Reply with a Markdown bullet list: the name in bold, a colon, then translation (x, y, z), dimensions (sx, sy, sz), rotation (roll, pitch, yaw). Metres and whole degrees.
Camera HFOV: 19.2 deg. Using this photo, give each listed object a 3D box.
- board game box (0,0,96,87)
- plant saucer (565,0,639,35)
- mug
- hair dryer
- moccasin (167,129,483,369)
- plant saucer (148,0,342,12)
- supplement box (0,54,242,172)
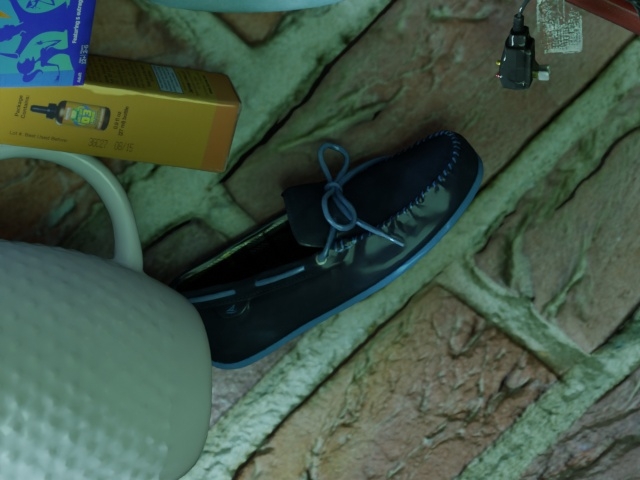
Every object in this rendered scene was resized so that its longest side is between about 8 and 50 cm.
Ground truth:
- **board game box**: translation (-0.293, -0.207, 1.589), dimensions (0.210, 0.047, 0.160), rotation (-4, 123, -27)
- **plant saucer**: translation (0.392, -0.294, 1.818), dimensions (0.258, 0.048, 0.259), rotation (20, 113, -25)
- **mug**: translation (-0.279, 0.088, 1.759), dimensions (0.328, 0.276, 0.374), rotation (2, 90, -23)
- **hair dryer**: translation (0.251, -0.292, 1.749), dimensions (0.223, 0.080, 0.293), rotation (-11, 114, -4)
- **moccasin**: translation (0.000, 0.000, 1.837), dimensions (0.342, 0.138, 0.117), rotation (-38, 118, 8)
- **plant saucer**: translation (-0.064, -0.236, 1.669), dimensions (0.195, 0.195, 0.037), rotation (-1, 87, -15)
- **supplement box**: translation (-0.196, -0.123, 1.742), dimensions (0.233, 0.080, 0.078), rotation (6, 118, -21)
